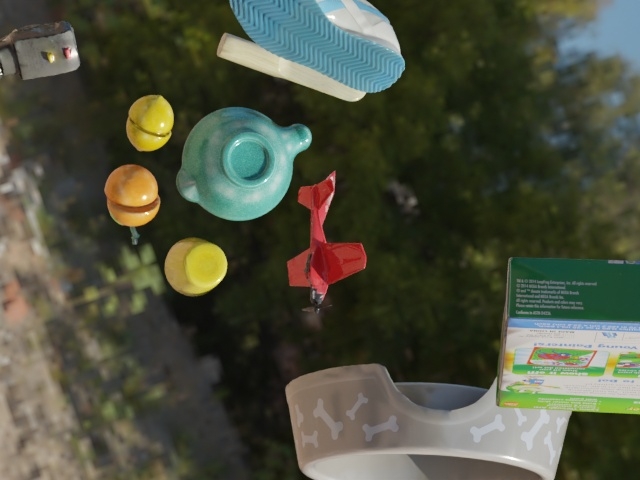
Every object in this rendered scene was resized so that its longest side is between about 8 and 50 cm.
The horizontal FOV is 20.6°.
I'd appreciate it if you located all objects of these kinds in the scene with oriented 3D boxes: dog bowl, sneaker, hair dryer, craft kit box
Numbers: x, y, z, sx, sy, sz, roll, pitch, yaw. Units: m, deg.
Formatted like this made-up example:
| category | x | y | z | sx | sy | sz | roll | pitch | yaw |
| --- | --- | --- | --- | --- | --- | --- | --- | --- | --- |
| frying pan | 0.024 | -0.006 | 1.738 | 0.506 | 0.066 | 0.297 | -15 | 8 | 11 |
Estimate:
| category | x | y | z | sx | sy | sz | roll | pitch | yaw |
| --- | --- | --- | --- | --- | --- | --- | --- | --- | --- |
| dog bowl | 0.129 | 0.237 | 2.123 | 0.349 | 0.349 | 0.102 | 74 | 19 | -71 |
| sneaker | -0.012 | -0.243 | 1.895 | 0.229 | 0.087 | 0.092 | 30 | 32 | -33 |
| hair dryer | -0.317 | -0.082 | 1.344 | 0.080 | 0.293 | 0.223 | 67 | -14 | -10 |
| craft kit box | 0.266 | 0.082 | 1.377 | 0.246 | 0.250 | 0.061 | 83 | 11 | -67 |

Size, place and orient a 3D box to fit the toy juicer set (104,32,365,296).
| category | x | y | z | sx | sy | sz | roll | pitch | yaw |
| --- | --- | --- | --- | --- | --- | --- | --- | --- | --- |
| toy juicer set | -0.122 | -0.115 | 2.060 | 0.209 | 0.329 | 0.089 | 39 | -13 | -12 |

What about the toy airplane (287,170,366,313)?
| category | x | y | z | sx | sy | sz | roll | pitch | yaw |
| --- | --- | --- | --- | --- | --- | --- | --- | --- | --- |
| toy airplane | 0.000 | 0.000 | 1.788 | 0.151 | 0.028 | 0.151 | -27 | -122 | 54 |
